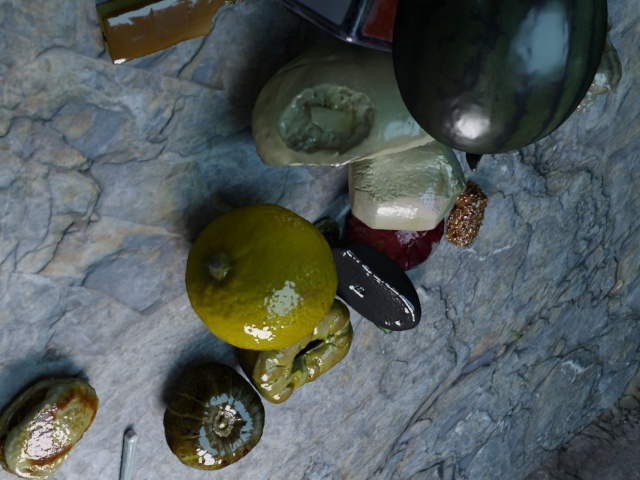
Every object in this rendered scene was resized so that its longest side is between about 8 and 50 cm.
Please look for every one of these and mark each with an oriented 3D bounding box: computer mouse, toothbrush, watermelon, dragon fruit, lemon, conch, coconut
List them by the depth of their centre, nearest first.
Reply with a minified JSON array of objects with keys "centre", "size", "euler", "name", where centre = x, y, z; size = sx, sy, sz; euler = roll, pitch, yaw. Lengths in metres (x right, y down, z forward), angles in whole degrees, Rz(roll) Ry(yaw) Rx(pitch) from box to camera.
[{"centre":[0.233,-0.267,1.338],"size":[0.279,0.279,0.359],"euler":[-25,139,-31],"name":"watermelon"},{"centre":[-0.107,0.067,1.814],"size":[0.293,0.293,0.293],"euler":[-28,139,-28],"name":"lemon"},{"centre":[0.170,-0.128,1.957],"size":[0.230,0.227,0.227],"euler":[-2,132,-1],"name":"coconut"},{"centre":[0.102,0.081,2.085],"size":[0.137,0.269,0.086],"euler":[-39,-161,42],"name":"computer mouse"},{"centre":[-0.407,0.525,2.095],"size":[0.030,0.025,0.342],"euler":[-25,138,-41],"name":"toothbrush"},{"centre":[0.175,-0.039,2.142],"size":[0.261,0.189,0.163],"euler":[-43,174,-17],"name":"dragon fruit"},{"centre":[0.555,-0.425,2.197],"size":[0.210,0.159,0.291],"euler":[4,80,-39],"name":"conch"}]

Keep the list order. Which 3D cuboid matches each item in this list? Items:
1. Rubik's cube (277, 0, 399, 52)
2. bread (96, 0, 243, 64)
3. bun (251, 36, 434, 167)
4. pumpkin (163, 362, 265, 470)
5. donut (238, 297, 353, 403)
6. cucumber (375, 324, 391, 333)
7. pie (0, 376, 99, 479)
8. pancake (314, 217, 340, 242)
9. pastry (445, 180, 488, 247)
[{"centre":[0.097,-0.474,1.514],"size":[0.313,0.316,0.318],"euler":[0,122,-48],"name":"Rubik's cube"},{"centre":[-0.217,-0.339,1.488],"size":[0.226,0.049,0.088],"euler":[-23,134,-19],"name":"bread"},{"centre":[0.054,-0.244,1.695],"size":[0.364,0.364,0.202],"euler":[-17,101,-38],"name":"bun"},{"centre":[-0.222,0.364,2.046],"size":[0.219,0.162,0.219],"euler":[-5,98,-38],"name":"pumpkin"},{"centre":[-0.052,0.209,2.113],"size":[0.261,0.128,0.208],"euler":[-33,139,-24],"name":"donut"},{"centre":[0.167,0.146,2.352],"size":[0.115,0.062,0.116],"euler":[-40,136,-17],"name":"cucumber"},{"centre":[-0.484,0.336,1.794],"size":[0.205,0.084,0.179],"euler":[-52,144,-3],"name":"pie"},{"centre":[-0.001,0.001,2.079],"size":[0.108,0.017,0.108],"euler":[-25,135,-28],"name":"pancake"},{"centre":[0.353,-0.056,2.372],"size":[0.087,0.063,0.169],"euler":[-17,133,-35],"name":"pastry"}]
